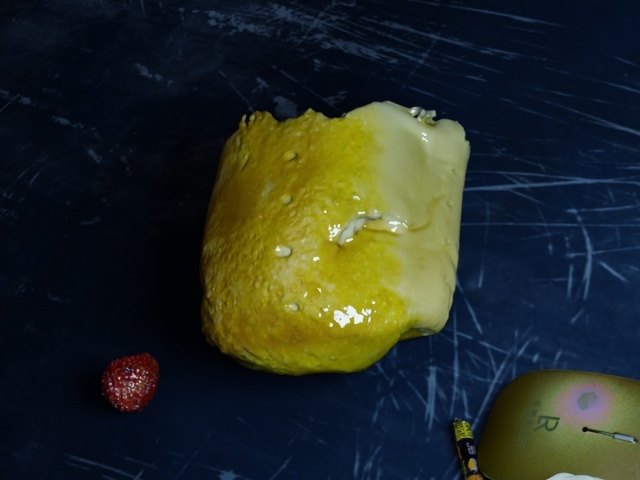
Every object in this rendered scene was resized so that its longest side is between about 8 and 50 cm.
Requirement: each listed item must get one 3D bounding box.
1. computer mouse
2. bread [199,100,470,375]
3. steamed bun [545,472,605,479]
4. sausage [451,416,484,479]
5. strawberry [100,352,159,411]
[{"bbox_3d":[0.325,0.238,1.757,0.310,0.072,0.158,8,63,36],"label":"computer mouse"},{"bbox_3d":[0.000,0.000,2.025,0.361,0.250,0.394,-9,53,29],"label":"bread"},{"bbox_3d":[0.277,0.336,1.658,0.183,0.182,0.106,-25,5,15],"label":"steamed bun"},{"bbox_3d":[0.187,0.296,1.829,0.025,0.028,0.198,-43,39,31],"label":"sausage"},{"bbox_3d":[-0.275,0.204,2.172,0.083,0.083,0.096,17,60,41],"label":"strawberry"}]
